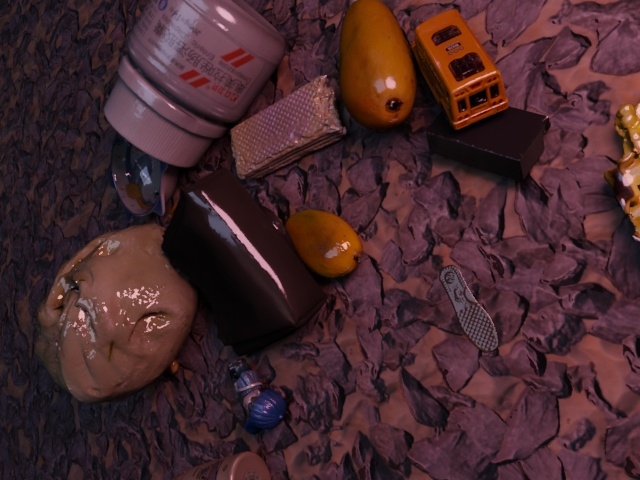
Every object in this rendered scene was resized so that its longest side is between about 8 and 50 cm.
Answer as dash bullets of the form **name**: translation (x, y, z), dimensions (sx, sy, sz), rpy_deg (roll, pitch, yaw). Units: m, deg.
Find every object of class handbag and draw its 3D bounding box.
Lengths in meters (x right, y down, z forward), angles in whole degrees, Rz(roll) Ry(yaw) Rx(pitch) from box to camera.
- **handbag**: translation (-0.150, 0.052, 0.854), dimensions (0.285, 0.113, 0.257), rpy_deg (53, 135, 1)

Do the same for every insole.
- **insole**: translation (0.209, 0.095, 0.710), dimensions (0.045, 0.002, 0.135), rpy_deg (-35, 65, 25)

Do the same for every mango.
- **mango**: translation (0.081, -0.275, 0.782), dimensions (0.113, 0.138, 0.253), rpy_deg (-6, 62, -6)
- **mango**: translation (0.000, 0.000, 0.836), dimensions (0.187, 0.066, 0.101), rpy_deg (35, 102, 41)

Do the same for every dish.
- **dish**: translation (-0.367, -0.144, 1.090), dimensions (0.236, 0.086, 0.228), rpy_deg (23, 113, 37)

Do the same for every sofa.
- **sofa**: translation (0.234, -0.144, 0.702), dimensions (0.147, 0.060, 0.085), rpy_deg (27, 74, 34)

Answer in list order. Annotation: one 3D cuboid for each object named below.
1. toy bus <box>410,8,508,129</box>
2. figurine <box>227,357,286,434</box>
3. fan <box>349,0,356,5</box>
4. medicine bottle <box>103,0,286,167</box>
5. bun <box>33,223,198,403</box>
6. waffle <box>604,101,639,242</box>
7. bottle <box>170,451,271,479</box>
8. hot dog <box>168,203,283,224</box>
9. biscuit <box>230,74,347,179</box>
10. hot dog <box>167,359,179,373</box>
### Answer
- **toy bus**: translation (0.185, -0.250, 0.696), dimensions (0.083, 0.088, 0.194), rpy_deg (-23, 53, 11)
- **figurine**: translation (-0.108, 0.267, 0.875), dimensions (0.079, 0.077, 0.136), rpy_deg (-22, 49, -6)
- **fan**: translation (0.083, -0.547, 0.883), dimensions (0.057, 0.023, 0.282), rpy_deg (3, 85, 26)
- **medicine bottle**: translation (-0.238, -0.315, 0.935), dimensions (0.306, 0.245, 0.245), rpy_deg (-50, 59, 19)
- **bun**: translation (-0.414, 0.126, 0.990), dimensions (0.326, 0.234, 0.362), rpy_deg (12, 74, 40)
- **waffle**: translation (0.456, -0.059, 0.528), dimensions (0.312, 0.060, 0.307), rpy_deg (38, 103, 33)
- **bottle**: translation (-0.193, 0.446, 0.874), dimensions (0.209, 0.097, 0.110), rpy_deg (-28, 30, 29)
- **hot dog**: translation (-0.194, -0.027, 0.971), dimensions (0.289, 0.068, 0.083), rpy_deg (9, 95, 34)
- **biscuit**: translation (-0.062, -0.195, 0.908), dimensions (0.239, 0.062, 0.108), rpy_deg (-20, 74, 32)
- **hot dog**: translation (-0.342, 0.234, 1.056), dimensions (0.137, 0.028, 0.044), rpy_deg (25, 123, 37)
